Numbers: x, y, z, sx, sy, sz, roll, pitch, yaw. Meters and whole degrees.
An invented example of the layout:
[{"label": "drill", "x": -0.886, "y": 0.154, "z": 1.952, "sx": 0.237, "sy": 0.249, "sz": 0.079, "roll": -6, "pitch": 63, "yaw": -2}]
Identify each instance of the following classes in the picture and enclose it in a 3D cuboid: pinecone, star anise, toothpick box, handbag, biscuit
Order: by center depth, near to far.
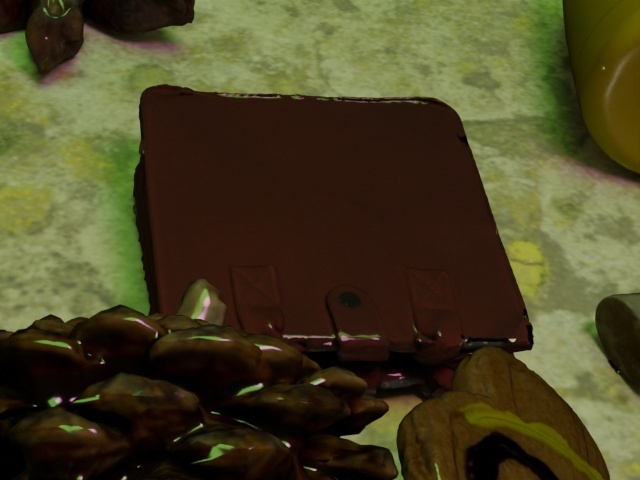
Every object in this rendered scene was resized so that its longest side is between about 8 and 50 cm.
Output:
[{"label": "pinecone", "x": -0.083, "y": 0.141, "z": 0.669, "sx": 0.243, "sy": 0.243, "sz": 0.257, "roll": 15, "pitch": 43, "yaw": 6}, {"label": "biscuit", "x": 0.121, "y": 0.171, "z": 0.733, "sx": 0.208, "sy": 0.041, "sz": 0.290, "roll": 39, "pitch": 31, "yaw": -26}, {"label": "handbag", "x": 0.000, "y": -0.001, "z": 0.979, "sx": 0.260, "sy": 0.084, "sz": 0.275, "roll": 3, "pitch": 41, "yaw": -13}, {"label": "star anise", "x": -0.211, "y": -0.229, "z": 1.189, "sx": 0.214, "sy": 0.099, "sz": 0.220, "roll": 9, "pitch": 39, "yaw": 13}, {"label": "toothpick box", "x": 0.296, "y": -0.191, "z": 1.196, "sx": 0.175, "sy": 0.175, "sz": 0.271, "roll": 7, "pitch": 36, "yaw": -4}]

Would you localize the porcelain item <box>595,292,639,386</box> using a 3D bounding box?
[{"label": "porcelain item", "x": 0.307, "y": 0.054, "z": 0.995, "sx": 0.213, "sy": 0.054, "sz": 0.084, "roll": -9, "pitch": 45, "yaw": -23}]
